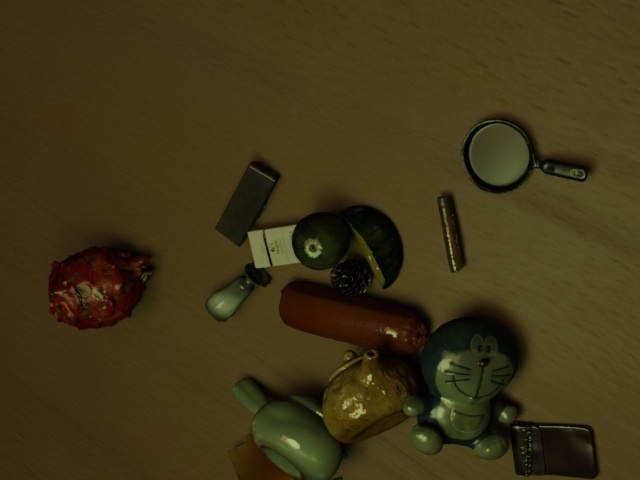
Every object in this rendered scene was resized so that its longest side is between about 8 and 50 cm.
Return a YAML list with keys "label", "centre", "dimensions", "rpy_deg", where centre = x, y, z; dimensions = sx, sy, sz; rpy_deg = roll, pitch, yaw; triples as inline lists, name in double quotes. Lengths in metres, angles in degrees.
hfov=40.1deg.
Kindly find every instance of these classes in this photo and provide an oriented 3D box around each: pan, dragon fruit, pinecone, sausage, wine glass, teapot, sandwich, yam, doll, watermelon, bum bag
- label: "pan"
  centre: [0.360, -0.139, 1.550]
  dimensions: [0.235, 0.028, 0.136]
  rpy_deg: [17, 113, 31]
- label: "dragon fruit"
  centre: [-0.515, 0.107, 2.073]
  dimensions: [0.268, 0.205, 0.210]
  rpy_deg: [-24, 121, 0]
- label: "pinecone"
  centre: [0.060, 0.072, 1.765]
  dimensions: [0.077, 0.083, 0.077]
  rpy_deg: [-8, 77, 36]
- label: "sausage"
  centre: [0.051, 0.157, 1.787]
  dimensions: [0.348, 0.094, 0.097]
  rpy_deg: [11, 103, 30]
- label: "wine glass"
  centre: [-0.184, 0.114, 1.936]
  dimensions: [0.155, 0.072, 0.072]
  rpy_deg: [-41, 81, 32]
- label: "teapot"
  centre: [0.088, 0.299, 1.757]
  dimensions: [0.167, 0.203, 0.311]
  rpy_deg: [63, 161, 23]
- label: "sandwich"
  centre: [-0.117, 0.510, 2.013]
  dimensions: [0.193, 0.058, 0.162]
  rpy_deg: [-19, 92, 37]
- label: "yam"
  centre: [0.246, -0.012, 1.655]
  dimensions: [0.032, 0.032, 0.145]
  rpy_deg: [-7, 99, 33]
- label: "doll"
  centre: [0.271, 0.272, 1.643]
  dimensions: [0.228, 0.154, 0.258]
  rpy_deg: [8, 114, -12]
- label: "watermelon"
  centre: [0.113, -0.003, 1.740]
  dimensions: [0.075, 0.092, 0.181]
  rpy_deg: [-30, 82, -10]
- label: "teapot"
  centre: [-0.084, 0.388, 1.870]
  dimensions: [0.318, 0.149, 0.220]
  rpy_deg: [31, 151, 19]
- label: "bum bag"
  centre: [0.437, 0.398, 1.654]
  dimensions: [0.159, 0.026, 0.109]
  rpy_deg: [-5, 100, 33]

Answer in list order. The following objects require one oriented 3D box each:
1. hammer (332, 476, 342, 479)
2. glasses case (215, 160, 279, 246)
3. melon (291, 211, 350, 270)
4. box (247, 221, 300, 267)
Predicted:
- label: "hammer"
  centre: [0.117, 0.550, 1.863]
  dimensions: [0.287, 0.111, 0.033]
  rpy_deg: [-4, 105, 24]
- label: "glasses case"
  centre: [-0.157, -0.079, 1.882]
  dimensions: [0.072, 0.042, 0.191]
  rpy_deg: [38, 120, 11]
- label: "melon"
  centre: [0.000, 0.000, 1.731]
  dimensions: [0.114, 0.167, 0.114]
  rpy_deg: [3, 102, 13]
- label: "box"
  centre: [-0.078, 0.009, 1.859]
  dimensions: [0.154, 0.040, 0.084]
  rpy_deg: [-8, 101, 34]
